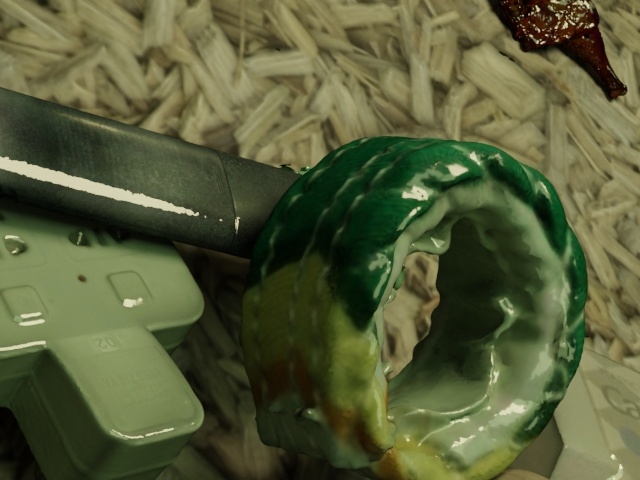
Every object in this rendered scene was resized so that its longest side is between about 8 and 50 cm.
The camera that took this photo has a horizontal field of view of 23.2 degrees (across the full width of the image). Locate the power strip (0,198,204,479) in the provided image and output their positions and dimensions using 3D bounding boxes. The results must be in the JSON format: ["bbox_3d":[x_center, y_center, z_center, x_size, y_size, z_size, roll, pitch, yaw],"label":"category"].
[{"bbox_3d":[-0.205,0.079,1.177,0.229,0.141,0.261,-9,58,-43],"label":"power strip"}]

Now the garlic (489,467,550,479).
[{"bbox_3d":[0.138,0.346,1.188,0.317,0.259,0.317,17,57,-28],"label":"garlic"}]

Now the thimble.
[{"bbox_3d":[0.069,0.059,1.226,0.254,0.167,0.288,48,67,-27],"label":"thimble"}]

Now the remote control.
[{"bbox_3d":[-0.101,-0.037,1.252,0.377,0.044,0.107,15,48,-35],"label":"remote control"}]

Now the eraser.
[{"bbox_3d":[0.341,0.234,1.504,0.396,0.082,0.213,25,31,-27],"label":"eraser"}]

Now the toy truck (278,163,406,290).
[{"bbox_3d":[0.001,0.001,1.417,0.080,0.078,0.154,-6,57,-49],"label":"toy truck"}]

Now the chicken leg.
[{"bbox_3d":[0.282,-0.242,1.798,0.205,0.053,0.093,23,76,-20],"label":"chicken leg"}]
